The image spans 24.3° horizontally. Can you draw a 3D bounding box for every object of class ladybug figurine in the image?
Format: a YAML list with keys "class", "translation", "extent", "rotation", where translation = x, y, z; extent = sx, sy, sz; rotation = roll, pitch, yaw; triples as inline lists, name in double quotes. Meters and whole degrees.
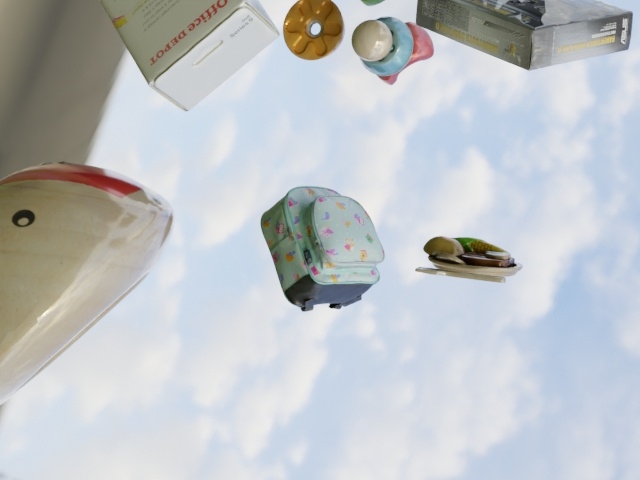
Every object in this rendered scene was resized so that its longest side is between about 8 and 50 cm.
- class: "ladybug figurine"
  translation: [-0.295, 0.034, 1.511]
  extent: [0.305, 0.162, 0.449]
  rotation: [-43, -178, -6]

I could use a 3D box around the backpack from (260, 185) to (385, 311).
- class: "backpack"
  translation: [0.000, 0.000, 2.370]
  extent: [0.144, 0.165, 0.188]
  rotation: [-49, -123, 37]

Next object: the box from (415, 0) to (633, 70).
- class: "box"
  translation: [0.269, -0.295, 1.977]
  extent: [0.231, 0.183, 0.056]
  rotation: [31, -52, 46]

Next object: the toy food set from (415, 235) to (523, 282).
- class: "toy food set"
  translation: [0.196, 0.019, 1.917]
  extent: [0.192, 0.132, 0.039]
  rotation: [-22, 118, -76]

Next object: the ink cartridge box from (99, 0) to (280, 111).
- class: "ink cartridge box"
  translation: [-0.168, -0.286, 1.787]
  extent: [0.154, 0.093, 0.212]
  rotation: [-39, -124, 11]

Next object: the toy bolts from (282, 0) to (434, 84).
- class: "toy bolts"
  translation: [0.037, -0.327, 2.202]
  extent: [0.218, 0.158, 0.228]
  rotation: [-40, -106, 16]
